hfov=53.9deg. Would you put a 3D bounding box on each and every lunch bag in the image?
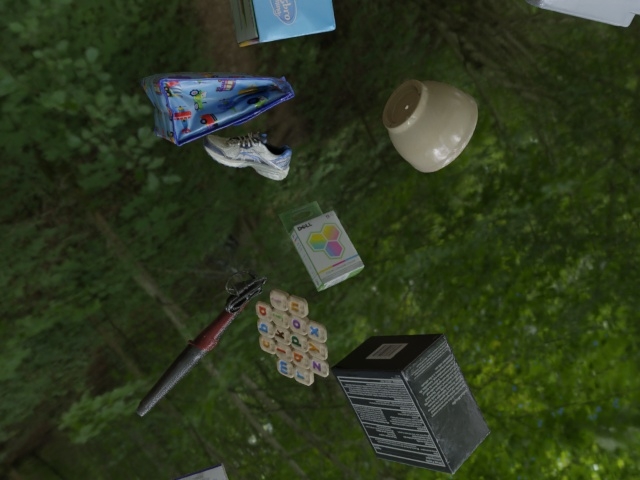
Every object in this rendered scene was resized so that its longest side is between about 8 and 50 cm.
[{"bbox_3d":[-0.211,-0.315,1.354,0.293,0.138,0.221,-19,-159,-19],"label":"lunch bag"}]

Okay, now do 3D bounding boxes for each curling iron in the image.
[{"bbox_3d":[-0.179,0.146,0.911,0.274,0.035,0.068,-48,152,6],"label":"curling iron"}]

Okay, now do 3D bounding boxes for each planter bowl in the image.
[{"bbox_3d":[0.180,-0.217,1.114,0.162,0.109,0.162,-36,-140,38],"label":"planter bowl"}]

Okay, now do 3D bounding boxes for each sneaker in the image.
[{"bbox_3d":[-0.105,-0.138,0.927,0.052,0.135,0.058,-99,-150,-49],"label":"sneaker"}]

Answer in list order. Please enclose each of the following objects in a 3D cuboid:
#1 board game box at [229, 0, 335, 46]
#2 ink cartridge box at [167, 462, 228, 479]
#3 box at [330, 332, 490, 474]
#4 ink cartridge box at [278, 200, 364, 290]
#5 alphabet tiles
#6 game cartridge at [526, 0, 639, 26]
[{"bbox_3d":[-0.063,-0.315,0.603,0.064,0.242,0.316,-12,-161,-7],"label":"board game box"},{"bbox_3d":[-0.312,0.749,1.603,0.303,0.307,0.072,-22,169,17],"label":"ink cartridge box"},{"bbox_3d":[0.228,0.410,1.629,0.182,0.294,0.296,-32,-170,-34],"label":"box"},{"bbox_3d":[0.000,0.000,1.455,0.109,0.209,0.062,-23,166,-22],"label":"ink cartridge box"},{"bbox_3d":[-0.083,0.285,1.854,0.278,0.284,0.021,14,-153,39],"label":"alphabet tiles"},{"bbox_3d":[0.356,-0.410,0.725,0.198,0.297,0.062,4,-145,-22],"label":"game cartridge"}]
